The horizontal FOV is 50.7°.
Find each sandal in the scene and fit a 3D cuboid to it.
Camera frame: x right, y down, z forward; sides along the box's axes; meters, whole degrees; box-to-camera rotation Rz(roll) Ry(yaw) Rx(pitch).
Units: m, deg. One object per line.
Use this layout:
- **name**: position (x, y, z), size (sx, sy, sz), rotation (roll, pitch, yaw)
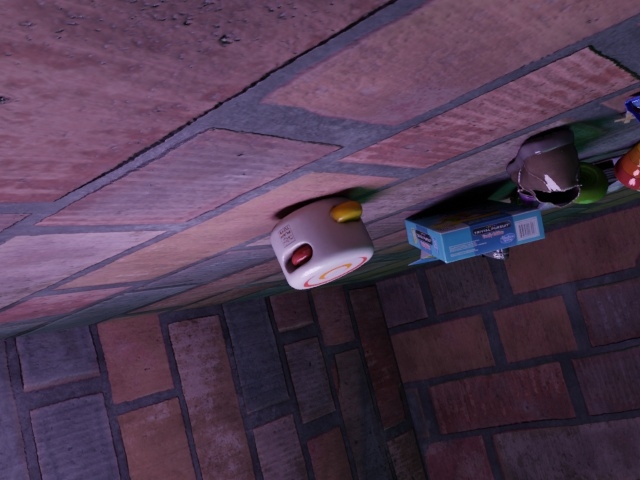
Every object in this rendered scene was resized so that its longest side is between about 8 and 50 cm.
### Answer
- **sandal**: position (0.576, -0.119, 1.942), size (0.090, 0.060, 0.219), rotation (-21, 157, 4)

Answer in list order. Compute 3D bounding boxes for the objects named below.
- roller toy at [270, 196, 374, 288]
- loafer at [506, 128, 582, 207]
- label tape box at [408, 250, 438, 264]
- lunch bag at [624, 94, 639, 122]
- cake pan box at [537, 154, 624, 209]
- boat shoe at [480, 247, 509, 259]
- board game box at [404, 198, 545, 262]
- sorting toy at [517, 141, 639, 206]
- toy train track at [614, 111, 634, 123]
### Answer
- **roller toy**: position (0.000, 0.000, 1.388), size (0.191, 0.146, 0.209), rotation (-23, 167, -7)
- **loafer**: position (0.468, -0.125, 1.412), size (0.134, 0.130, 0.366), rotation (-16, 172, 16)
- **label tape box**: position (0.469, -0.018, 2.239), size (0.241, 0.105, 0.334), rotation (-8, 170, -37)
- **lunch bag**: position (0.705, -0.242, 1.114), size (0.221, 0.138, 0.293), rotation (-3, 157, -44)
- **cake pan box**: position (0.735, -0.161, 1.879), size (0.246, 0.070, 0.267), rotation (-17, 171, 4)
- **boat shoe**: position (0.440, 0.012, 1.903), size (0.084, 0.079, 0.233), rotation (-19, -167, -26)
- **board game box**: position (0.388, -0.034, 1.766), size (0.254, 0.079, 0.336), rotation (-14, -171, -6)
- **sorting toy**: position (0.655, -0.178, 1.613), size (0.366, 0.127, 0.126), rotation (-12, 143, 1)
- **toy train track**: position (0.570, -0.237, 1.249), size (0.048, 0.014, 0.083), rotation (-9, 168, 17)
